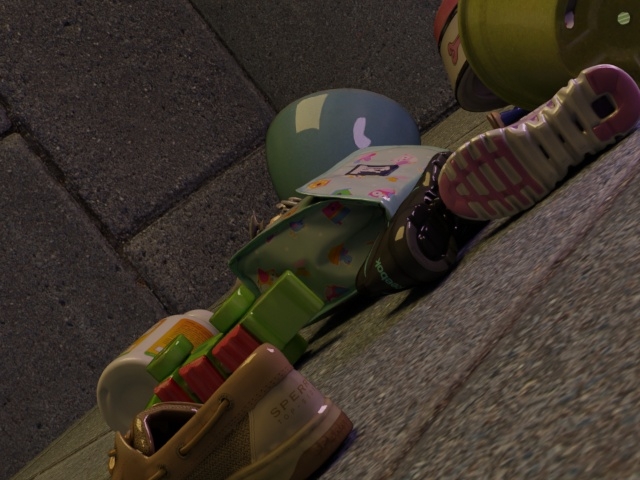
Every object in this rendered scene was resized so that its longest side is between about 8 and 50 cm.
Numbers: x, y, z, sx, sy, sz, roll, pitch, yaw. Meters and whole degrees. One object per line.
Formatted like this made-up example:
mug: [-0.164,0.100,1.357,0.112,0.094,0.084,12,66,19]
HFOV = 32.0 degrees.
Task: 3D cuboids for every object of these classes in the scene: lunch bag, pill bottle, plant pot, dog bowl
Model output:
lunch bag: [0.043,-0.019,1.457,0.262,0.160,0.223,-39,-2,36]
pill bottle: [-0.220,0.192,1.667,0.136,0.136,0.245,-37,4,23]
plant pot: [0.337,-0.282,1.396,0.276,0.276,0.254,-38,16,2]
dog bowl: [0.387,-0.422,2.065,0.408,0.150,0.408,-27,-19,-10]
plant pot: [0.044,-0.103,2.025,0.290,0.290,0.195,-36,40,35]

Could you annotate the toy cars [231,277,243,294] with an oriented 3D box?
toy cars: [-0.068,0.045,1.945,0.176,0.087,0.394,-24,-1,12]

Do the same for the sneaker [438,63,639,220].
sneaker: [0.239,-0.101,1.226,0.236,0.095,0.104,-32,0,8]

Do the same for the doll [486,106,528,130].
doll: [0.385,-0.254,1.953,0.189,0.046,0.129,-32,2,-1]

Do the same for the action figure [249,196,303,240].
action figure: [0.000,0.000,1.695,0.285,0.099,0.185,-26,-46,-24]

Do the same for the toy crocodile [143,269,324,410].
toy crocodile: [-0.124,0.155,1.395,0.340,0.115,0.105,-39,8,31]

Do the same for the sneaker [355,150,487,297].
sneaker: [0.118,-0.020,1.284,0.106,0.101,0.267,-39,3,36]

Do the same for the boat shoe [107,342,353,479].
boat shoe: [-0.117,0.185,0.947,0.341,0.110,0.121,-35,5,36]

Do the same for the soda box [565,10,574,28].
soda box: [0.411,-0.311,1.859,0.069,0.074,0.216,-28,18,20]

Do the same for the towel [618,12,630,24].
towel: [0.512,-0.407,1.640,0.325,0.038,0.248,153,130,-69]
